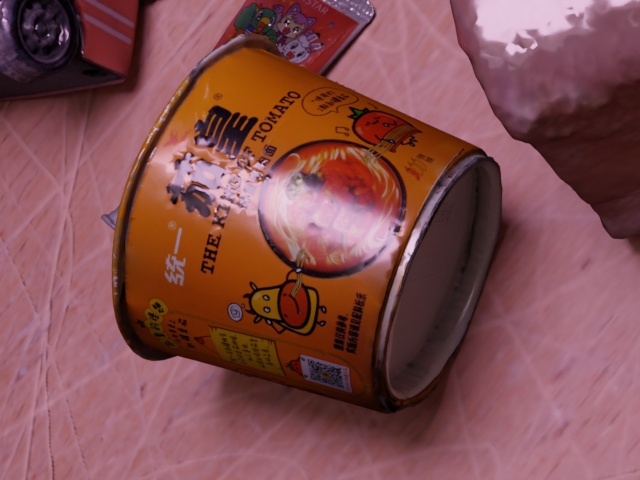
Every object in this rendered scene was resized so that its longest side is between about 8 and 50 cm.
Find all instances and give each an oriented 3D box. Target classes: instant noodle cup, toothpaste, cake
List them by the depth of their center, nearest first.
[{"bbox_3d":[0.190,-0.190,0.822,0.230,0.237,0.309,-24,64,17],"label":"cake"},{"bbox_3d":[0.000,0.000,0.893,0.172,0.216,0.215,20,86,21],"label":"instant noodle cup"},{"bbox_3d":[-0.063,-0.093,1.034,0.089,0.057,0.234,37,88,18],"label":"toothpaste"}]

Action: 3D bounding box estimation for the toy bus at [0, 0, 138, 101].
[{"bbox_3d":[-0.317,-0.246,0.984,0.203,0.427,0.233,-3,71,36],"label":"toy bus"}]

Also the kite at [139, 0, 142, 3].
[{"bbox_3d":[-0.032,-0.323,1.099,0.406,0.014,0.368,-44,62,10],"label":"kite"}]
